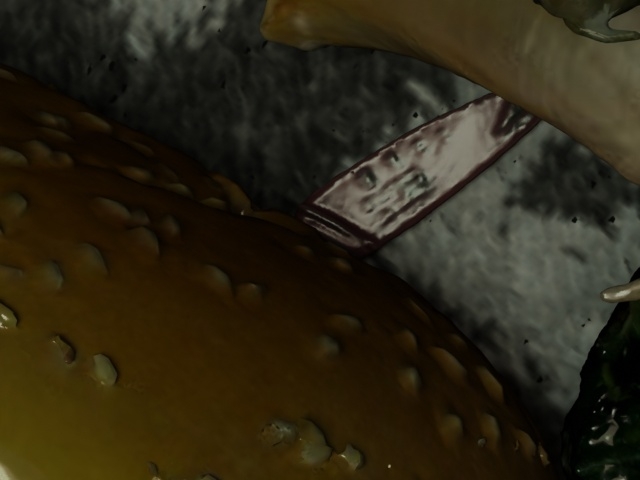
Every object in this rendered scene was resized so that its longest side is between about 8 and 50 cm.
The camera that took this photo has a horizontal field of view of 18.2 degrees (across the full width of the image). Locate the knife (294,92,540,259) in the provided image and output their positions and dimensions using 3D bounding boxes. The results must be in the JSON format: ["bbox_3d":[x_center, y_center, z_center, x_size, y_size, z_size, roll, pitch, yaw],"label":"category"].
[{"bbox_3d":[0.000,0.000,0.828,0.247,0.018,0.035,-36,84,6],"label":"knife"}]

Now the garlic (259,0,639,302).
[{"bbox_3d":[0.089,-0.087,0.715,0.164,0.245,0.145,-42,133,-8],"label":"garlic"}]

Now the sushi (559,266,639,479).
[{"bbox_3d":[0.182,0.030,0.754,0.124,0.127,0.225,34,97,4],"label":"sushi"}]

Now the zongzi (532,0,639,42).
[{"bbox_3d":[0.289,-0.130,0.665,0.447,0.418,0.181,34,137,-23],"label":"zongzi"}]

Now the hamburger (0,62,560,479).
[{"bbox_3d":[-0.120,0.103,0.702,0.445,0.287,0.268,31,107,-1],"label":"hamburger"}]
